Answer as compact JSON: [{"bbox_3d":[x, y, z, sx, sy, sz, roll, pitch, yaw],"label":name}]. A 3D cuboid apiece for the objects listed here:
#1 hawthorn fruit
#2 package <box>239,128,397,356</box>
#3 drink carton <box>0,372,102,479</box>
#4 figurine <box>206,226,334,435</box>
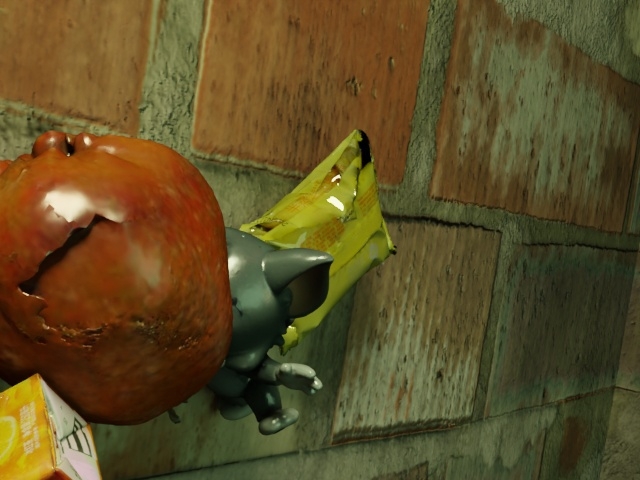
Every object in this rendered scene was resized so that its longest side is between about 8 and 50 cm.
[{"bbox_3d":[-0.159,0.051,0.775,0.211,0.211,0.299,-50,136,-36],"label":"hawthorn fruit"},{"bbox_3d":[0.000,0.000,1.091,0.226,0.090,0.168,-42,127,-38],"label":"package"},{"bbox_3d":[-0.258,0.187,0.663,0.222,0.096,0.071,-29,131,-1],"label":"drink carton"},{"bbox_3d":[-0.069,0.090,0.952,0.140,0.193,0.265,-65,155,-22],"label":"figurine"}]
